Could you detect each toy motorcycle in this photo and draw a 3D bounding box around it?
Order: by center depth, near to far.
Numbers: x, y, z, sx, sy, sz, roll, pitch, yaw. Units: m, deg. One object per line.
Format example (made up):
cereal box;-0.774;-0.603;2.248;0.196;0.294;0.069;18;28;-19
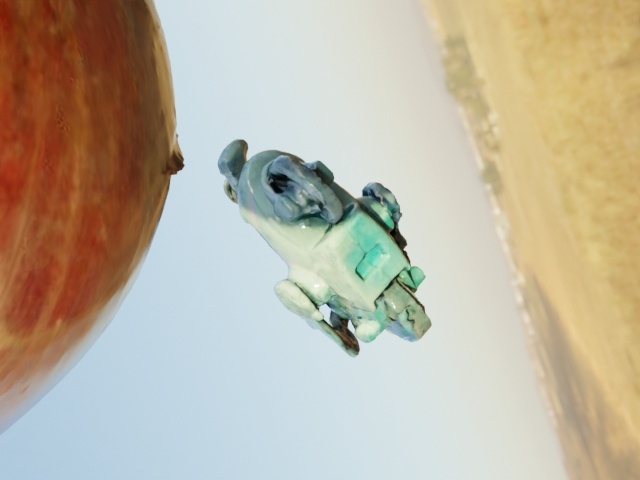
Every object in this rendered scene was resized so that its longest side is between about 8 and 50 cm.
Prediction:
toy motorcycle;0.000;0.000;1.374;0.206;0.154;0.260;25;157;54

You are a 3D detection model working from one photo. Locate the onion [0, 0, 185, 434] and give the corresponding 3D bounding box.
onion;-0.211;-0.076;0.486;0.353;0.353;0.353;-20;-90;-83
